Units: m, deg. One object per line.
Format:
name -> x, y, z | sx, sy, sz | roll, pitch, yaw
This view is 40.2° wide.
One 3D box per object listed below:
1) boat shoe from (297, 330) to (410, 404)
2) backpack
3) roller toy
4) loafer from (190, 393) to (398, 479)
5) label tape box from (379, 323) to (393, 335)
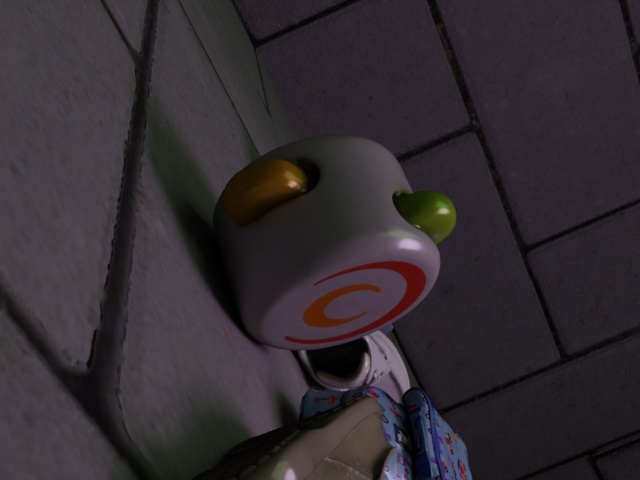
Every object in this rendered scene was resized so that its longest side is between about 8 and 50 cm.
boat shoe -> 0.025, 0.136, 1.005 | 0.277, 0.098, 0.096 | 51, 13, -34
backpack -> 0.057, 0.205, 0.802 | 0.173, 0.116, 0.158 | 53, 22, -33
roller toy -> 0.000, 0.000, 0.815 | 0.191, 0.209, 0.146 | 118, -41, -50
loafer -> -0.010, 0.161, 0.539 | 0.092, 0.101, 0.268 | 68, 15, 8
label tape box -> 0.027, 0.048, 1.330 | 0.241, 0.105, 0.334 | -102, 167, -64
